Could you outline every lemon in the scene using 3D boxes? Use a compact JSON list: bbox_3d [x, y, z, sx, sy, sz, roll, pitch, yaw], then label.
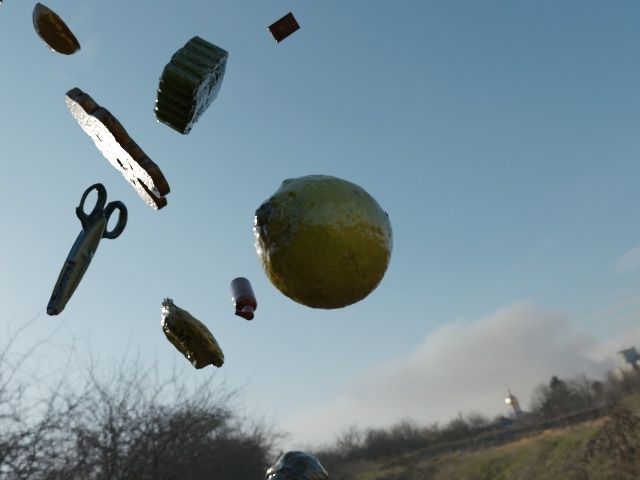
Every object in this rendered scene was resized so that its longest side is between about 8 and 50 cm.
[{"bbox_3d":[0.000,0.000,1.293,0.387,0.350,0.350,23,-44,-40],"label":"lemon"}]

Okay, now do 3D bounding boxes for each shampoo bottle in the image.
[{"bbox_3d":[-0.262,0.205,1.754,0.085,0.244,0.085,-4,-71,-13],"label":"shampoo bottle"}]

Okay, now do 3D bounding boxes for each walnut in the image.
[{"bbox_3d":[-0.068,0.722,1.462,0.224,0.224,0.224,-13,-25,-6],"label":"walnut"},{"bbox_3d":[-0.579,-0.446,1.105,0.091,0.052,0.121,19,-24,37],"label":"walnut"}]

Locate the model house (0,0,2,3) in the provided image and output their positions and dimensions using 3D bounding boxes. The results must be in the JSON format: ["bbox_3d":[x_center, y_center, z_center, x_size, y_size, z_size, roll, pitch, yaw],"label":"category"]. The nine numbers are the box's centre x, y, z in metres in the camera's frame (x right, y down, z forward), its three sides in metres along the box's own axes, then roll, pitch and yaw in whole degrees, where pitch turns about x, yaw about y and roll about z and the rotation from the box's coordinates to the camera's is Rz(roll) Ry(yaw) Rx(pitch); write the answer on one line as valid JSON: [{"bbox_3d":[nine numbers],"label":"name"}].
[{"bbox_3d":[-0.455,-0.486,0.686,0.244,0.169,0.326,-47,-5,-38],"label":"model house"}]

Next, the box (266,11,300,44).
[{"bbox_3d":[-0.104,-0.602,1.450,0.082,0.051,0.023,-35,16,-2],"label":"box"}]

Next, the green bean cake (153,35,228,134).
[{"bbox_3d":[-0.340,-0.404,1.335,0.113,0.200,0.214,31,-40,-6],"label":"green bean cake"}]

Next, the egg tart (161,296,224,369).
[{"bbox_3d":[-0.404,0.297,1.563,0.095,0.279,0.279,-44,-15,-24],"label":"egg tart"}]

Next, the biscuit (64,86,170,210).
[{"bbox_3d":[-0.416,-0.194,1.063,0.044,0.295,0.186,-42,5,-27],"label":"biscuit"}]

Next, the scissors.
[{"bbox_3d":[-0.493,0.022,1.063,0.041,0.289,0.138,7,-26,20],"label":"scissors"}]
